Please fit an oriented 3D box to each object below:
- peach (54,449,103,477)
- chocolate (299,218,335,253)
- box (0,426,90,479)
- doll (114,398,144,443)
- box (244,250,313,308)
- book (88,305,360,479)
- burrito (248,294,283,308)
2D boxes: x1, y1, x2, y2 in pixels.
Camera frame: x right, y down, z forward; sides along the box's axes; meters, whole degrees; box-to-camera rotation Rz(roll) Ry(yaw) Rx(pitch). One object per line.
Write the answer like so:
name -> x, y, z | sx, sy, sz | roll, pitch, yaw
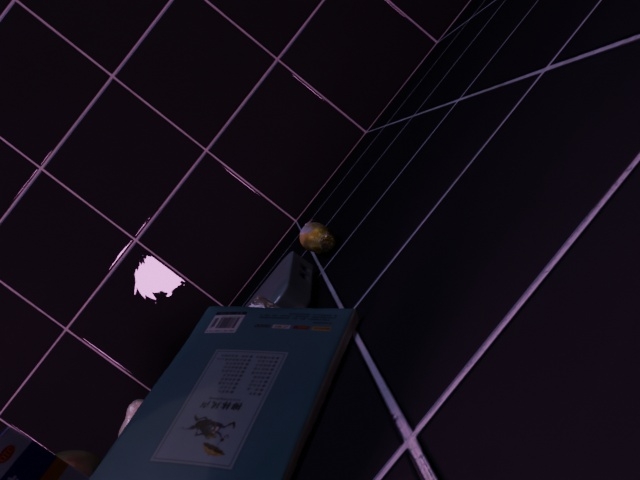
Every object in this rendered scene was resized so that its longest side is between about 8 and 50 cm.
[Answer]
peach -> -0.690, 0.713, 1.874 | 0.292, 0.247, 0.292 | -24, 27, 13
chocolate -> 0.000, 0.000, 1.716 | 0.086, 0.085, 0.219 | -52, 11, -1
box -> -0.324, 0.397, 0.838 | 0.106, 0.299, 0.200 | -50, 7, 35
doll -> -0.470, 0.514, 1.914 | 0.175, 0.149, 0.278 | -18, 1, -33
box -> -0.149, 0.211, 1.533 | 0.367, 0.090, 0.373 | -49, 7, 10
book -> -0.121, 0.215, 0.933 | 0.264, 0.031, 0.379 | -2, 34, 24
burrito -> -0.073, 0.148, 1.273 | 0.171, 0.042, 0.051 | 26, 77, 39
